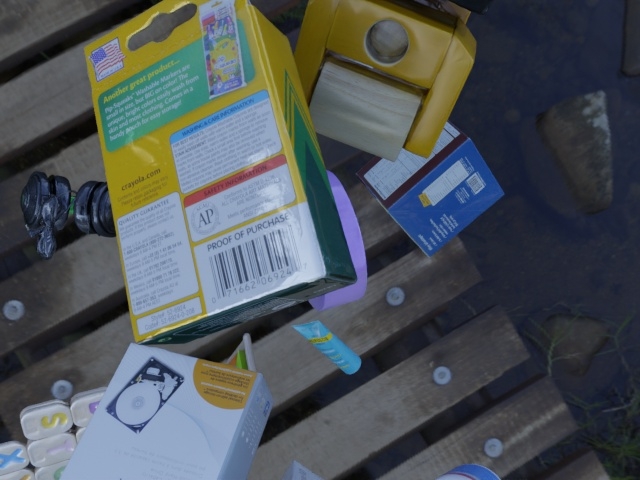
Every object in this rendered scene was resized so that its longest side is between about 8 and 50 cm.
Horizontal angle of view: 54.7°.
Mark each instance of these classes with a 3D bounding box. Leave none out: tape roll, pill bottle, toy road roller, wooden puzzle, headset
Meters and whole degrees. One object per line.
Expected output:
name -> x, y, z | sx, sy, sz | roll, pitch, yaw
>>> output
tape roll -> 0.000, 0.000, 1.257 | 0.090, 0.275, 0.275 | -15, 78, -15
pill bottle -> 0.256, 0.454, 1.066 | 0.124, 0.221, 0.124 | -6, 77, 25
toy road roller -> 0.105, -0.292, 0.792 | 0.202, 0.330, 0.241 | 22, 34, 2
wooden puzzle -> -0.197, 0.369, 1.465 | 0.044, 0.239, 0.221 | 2, 52, -26
headset -> -0.561, -0.054, 1.398 | 0.243, 0.394, 0.185 | 7, 89, -10

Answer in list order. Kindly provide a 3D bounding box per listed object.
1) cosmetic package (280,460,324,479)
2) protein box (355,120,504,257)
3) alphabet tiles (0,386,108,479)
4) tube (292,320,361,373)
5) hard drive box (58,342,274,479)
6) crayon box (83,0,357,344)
cosmetic package -> 0.084, 0.686, 1.324 | 0.453, 0.230, 0.161 | 33, 84, 2
protein box -> 0.221, -0.113, 1.239 | 0.201, 0.200, 0.136 | -41, 45, 8
alphabet tiles -> -0.383, 0.362, 0.996 | 0.278, 0.021, 0.284 | -11, 121, -22
tube -> 0.022, 0.246, 1.463 | 0.080, 0.207, 0.052 | -19, 43, 30
hard drive box -> -0.179, 0.255, 0.716 | 0.181, 0.089, 0.232 | 9, 55, 15
crayon box -> -0.108, -0.081, 0.611 | 0.203, 0.083, 0.323 | -21, 74, 20
